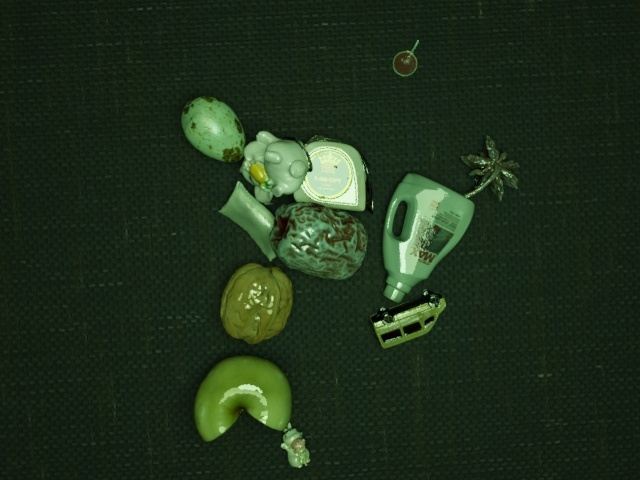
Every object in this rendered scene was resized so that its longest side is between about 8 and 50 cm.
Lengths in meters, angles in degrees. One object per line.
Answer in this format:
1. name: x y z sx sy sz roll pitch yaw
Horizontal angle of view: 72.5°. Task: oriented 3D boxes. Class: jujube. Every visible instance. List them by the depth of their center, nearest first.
1. jujube: 0.000 0.000 1.333 0.317 0.226 0.226 23 90 -34

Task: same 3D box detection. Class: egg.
1. egg: -0.330 -0.345 1.377 0.169 0.169 0.231 -44 105 0

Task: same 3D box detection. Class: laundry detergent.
1. laundry detergent: 0.304 0.006 1.425 0.264 0.125 0.398 27 92 -4

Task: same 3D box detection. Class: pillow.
1. pillow: -0.214 -0.057 1.423 0.254 0.078 0.144 44 127 -3

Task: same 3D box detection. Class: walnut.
1. walnut: -0.198 0.201 1.366 0.224 0.257 0.257 10 91 -34

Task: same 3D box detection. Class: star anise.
1. star anise: 0.558 -0.225 1.436 0.209 0.089 0.231 18 73 4

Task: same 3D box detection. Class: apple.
1. apple: -0.236 0.469 1.349 0.295 0.258 0.233 -2 90 -5

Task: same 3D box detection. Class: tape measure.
1. tape measure: 0.053 -0.216 1.412 0.271 0.133 0.231 7 98 -1

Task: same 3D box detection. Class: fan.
1. fan: 0.297 -0.616 1.469 0.085 0.005 0.133 31 91 -1

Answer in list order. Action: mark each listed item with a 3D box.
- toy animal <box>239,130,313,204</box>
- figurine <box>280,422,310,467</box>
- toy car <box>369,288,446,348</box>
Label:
1. toy animal: -0.148 -0.217 1.325 0.154 0.325 0.208 -29 90 -22
2. figurine: -0.077 0.662 1.444 0.098 0.081 0.146 -14 91 35
3. toy car: 0.295 0.258 1.438 0.256 0.101 0.124 -20 97 0
